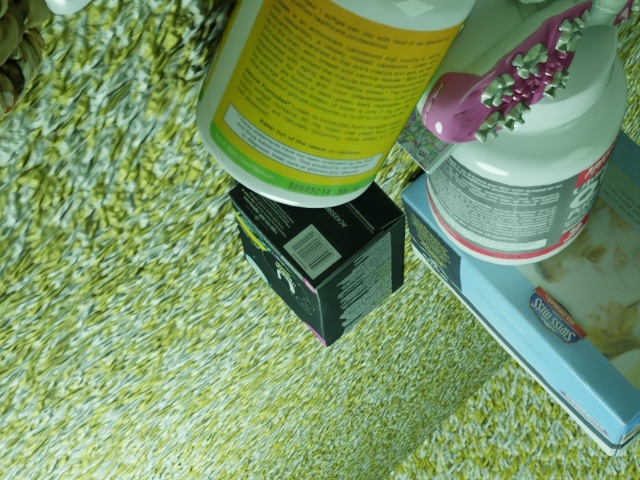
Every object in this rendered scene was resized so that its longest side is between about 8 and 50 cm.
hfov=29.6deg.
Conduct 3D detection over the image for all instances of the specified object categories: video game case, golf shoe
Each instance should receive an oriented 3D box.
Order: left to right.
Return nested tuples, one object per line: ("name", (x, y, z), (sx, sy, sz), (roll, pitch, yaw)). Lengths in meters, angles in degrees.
("video game case", (0.075, -0.124, 0.950), (0.087, 0.122, 0.011), (-46, 161, 9))
("golf shoe", (0.151, -0.188, 0.905), (0.306, 0.140, 0.115), (-42, 162, -30))

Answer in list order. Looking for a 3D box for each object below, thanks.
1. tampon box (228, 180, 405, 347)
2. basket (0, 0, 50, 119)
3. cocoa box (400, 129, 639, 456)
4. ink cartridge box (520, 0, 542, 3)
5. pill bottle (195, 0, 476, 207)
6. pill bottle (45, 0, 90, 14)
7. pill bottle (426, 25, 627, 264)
("tampon box", (0.000, 0.000, 1.072), (0.101, 0.120, 0.161), (-39, 160, -13))
("basket", (-0.241, -0.035, 0.387), (0.299, 0.213, 0.223), (-35, 159, -19))
("cocoa box", (0.289, 0.027, 1.348), (0.231, 0.347, 0.228), (-41, 160, -5))
("ink cartridge box", (0.198, -0.327, 0.747), (0.226, 0.131, 0.306), (-33, 160, -27))
("pill bottle", (0.019, -0.148, 0.769), (0.136, 0.136, 0.245), (-24, 154, -42))
("pill bottle", (-0.069, -0.203, 0.509), (0.208, 0.117, 0.117), (-42, 161, -3))
("pill bottle", (0.184, -0.109, 1.113), (0.176, 0.176, 0.318), (-39, 161, -10))
